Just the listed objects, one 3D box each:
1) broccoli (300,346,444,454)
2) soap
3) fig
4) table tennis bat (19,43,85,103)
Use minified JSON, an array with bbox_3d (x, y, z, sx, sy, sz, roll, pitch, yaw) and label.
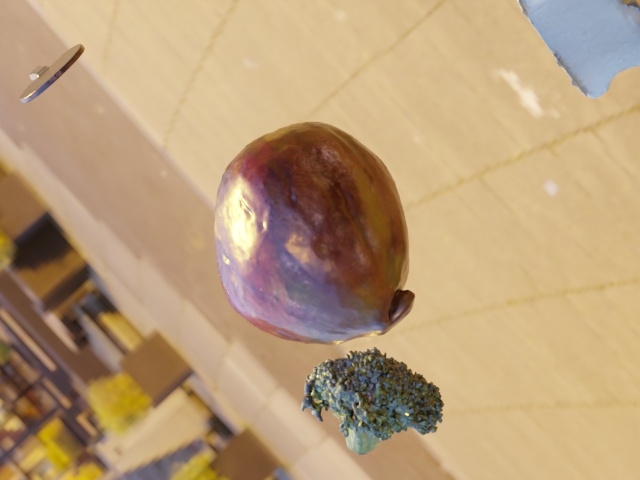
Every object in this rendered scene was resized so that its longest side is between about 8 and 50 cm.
[{"bbox_3d":[0.044,0.135,1.247,0.095,0.097,0.092,47,144,37],"label":"broccoli"},{"bbox_3d":[0.223,-0.260,1.396,0.150,0.094,0.261,41,-153,-32],"label":"soap"},{"bbox_3d":[-0.010,-0.005,1.598,0.224,0.224,0.263,57,-171,-37],"label":"fig"},{"bbox_3d":[-0.315,-0.194,1.755,0.014,0.095,0.158,47,170,-17],"label":"table tennis bat"}]
